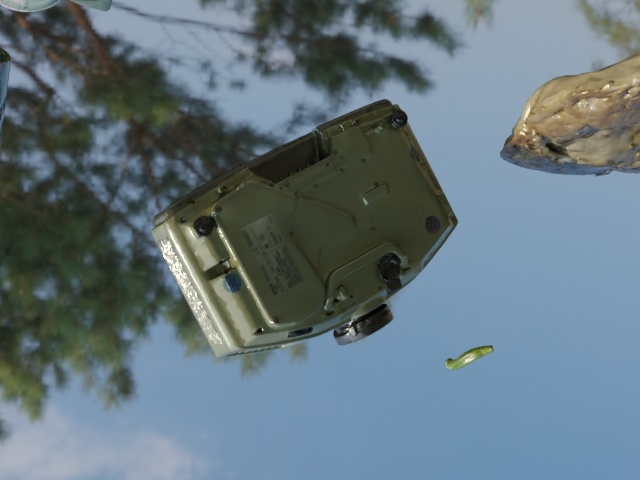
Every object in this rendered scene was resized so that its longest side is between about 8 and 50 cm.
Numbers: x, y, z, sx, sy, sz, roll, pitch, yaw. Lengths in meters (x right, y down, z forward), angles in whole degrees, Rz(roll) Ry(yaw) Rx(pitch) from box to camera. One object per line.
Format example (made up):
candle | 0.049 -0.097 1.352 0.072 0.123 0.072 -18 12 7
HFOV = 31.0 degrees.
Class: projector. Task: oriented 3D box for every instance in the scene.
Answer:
projector | 0.000 0.000 1.075 0.269 0.194 0.088 -29 -177 -25

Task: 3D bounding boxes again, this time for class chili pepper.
chili pepper | 0.177 0.143 1.412 0.030 0.017 0.083 -33 -179 -35

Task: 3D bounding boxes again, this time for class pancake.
pancake | 0.367 -0.121 1.114 0.386 0.082 0.387 -3 167 -1

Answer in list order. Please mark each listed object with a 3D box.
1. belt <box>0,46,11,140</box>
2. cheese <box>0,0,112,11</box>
belt | -0.594 -0.213 1.510 0.436 0.173 0.300 26 -162 32
cheese | -0.238 -0.225 1.008 0.120 0.067 0.026 -2 -131 -26
